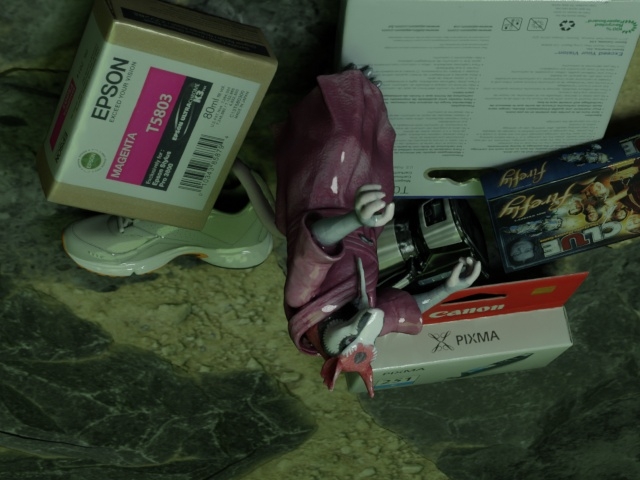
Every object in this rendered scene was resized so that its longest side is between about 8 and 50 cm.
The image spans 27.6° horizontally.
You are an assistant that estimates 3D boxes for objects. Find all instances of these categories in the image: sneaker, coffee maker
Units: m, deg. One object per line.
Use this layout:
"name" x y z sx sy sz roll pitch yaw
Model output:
"sneaker" -0.188 -0.032 1.607 0.263 0.099 0.121 -5 132 -12
"coffee maker" 0.124 0.019 1.684 0.178 0.120 0.171 -18 161 16

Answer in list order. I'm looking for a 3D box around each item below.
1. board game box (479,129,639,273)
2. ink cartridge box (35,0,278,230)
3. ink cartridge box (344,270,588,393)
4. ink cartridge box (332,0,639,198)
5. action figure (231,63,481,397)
"board game box" 0.326 -0.050 1.577 0.243 0.042 0.165 -16 144 6
"ink cartridge box" -0.182 -0.138 1.426 0.193 0.088 0.234 10 123 -28
"ink cartridge box" 0.191 0.129 1.742 0.296 0.066 0.261 -7 162 -9
"ink cartridge box" 0.175 -0.176 1.484 0.324 0.071 0.330 0 144 -6
"action figure" 0.000 0.000 1.343 0.276 0.370 0.248 -17 138 23
